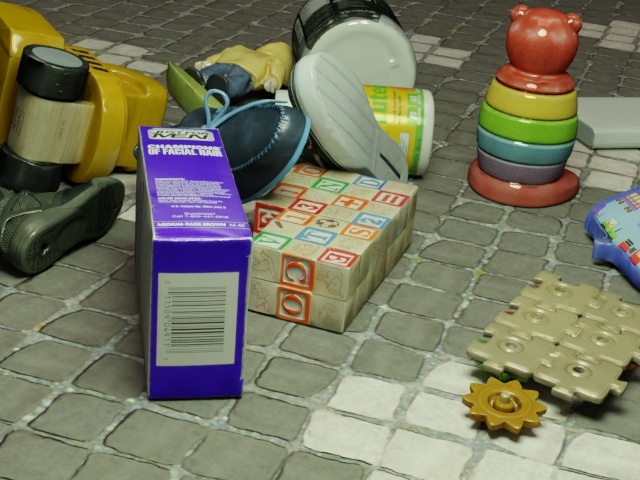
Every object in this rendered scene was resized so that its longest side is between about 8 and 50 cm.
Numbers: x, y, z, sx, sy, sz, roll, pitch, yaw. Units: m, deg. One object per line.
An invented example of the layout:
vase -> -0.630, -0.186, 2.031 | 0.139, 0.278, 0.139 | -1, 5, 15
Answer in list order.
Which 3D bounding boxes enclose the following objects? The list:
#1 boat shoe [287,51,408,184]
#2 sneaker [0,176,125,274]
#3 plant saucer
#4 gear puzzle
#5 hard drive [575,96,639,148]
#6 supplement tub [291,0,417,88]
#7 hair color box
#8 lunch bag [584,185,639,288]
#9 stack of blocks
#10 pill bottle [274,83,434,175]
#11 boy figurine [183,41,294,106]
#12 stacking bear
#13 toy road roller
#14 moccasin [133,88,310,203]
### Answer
boat shoe -> 0.016, -0.141, 1.663 | 0.119, 0.335, 0.121 | -2, 62, 24
sneaker -> -0.353, -0.040, 1.522 | 0.130, 0.087, 0.227 | 22, 33, 21
plant saucer -> -0.152, -0.176, 1.798 | 0.241, 0.037, 0.241 | 43, 4, -4
gear puzzle -> 0.262, 0.136, 1.320 | 0.175, 0.044, 0.339 | 19, 30, 25
hard drive -> 0.593, -0.221, 2.202 | 0.307, 0.040, 0.203 | -3, 25, -17
supplement tub -> 0.054, -0.348, 2.167 | 0.207, 0.207, 0.338 | 3, 23, -6
hair color box -> -0.149, 0.012, 1.327 | 0.110, 0.185, 0.339 | 0, 25, -13
lunch bag -> 0.515, -0.010, 1.618 | 0.293, 0.138, 0.221 | -8, 28, -6
stack of blocks -> 0.000, 0.000, 1.506 | 0.171, 0.087, 0.297 | 12, 25, 16
pill bottle -> 0.048, -0.178, 1.862 | 0.245, 0.136, 0.136 | 4, 24, -3
boy figurine -> -0.143, -0.304, 2.170 | 0.177, 0.092, 0.285 | 16, 25, 23
stacking bear -> 0.323, -0.211, 1.807 | 0.175, 0.289, 0.164 | 14, 25, 19
toy road roller -> -0.380, -0.204, 1.770 | 0.240, 0.203, 0.329 | 3, 26, -37
moccasin -> -0.147, -0.112, 1.557 | 0.116, 0.138, 0.342 | 33, -29, -27
